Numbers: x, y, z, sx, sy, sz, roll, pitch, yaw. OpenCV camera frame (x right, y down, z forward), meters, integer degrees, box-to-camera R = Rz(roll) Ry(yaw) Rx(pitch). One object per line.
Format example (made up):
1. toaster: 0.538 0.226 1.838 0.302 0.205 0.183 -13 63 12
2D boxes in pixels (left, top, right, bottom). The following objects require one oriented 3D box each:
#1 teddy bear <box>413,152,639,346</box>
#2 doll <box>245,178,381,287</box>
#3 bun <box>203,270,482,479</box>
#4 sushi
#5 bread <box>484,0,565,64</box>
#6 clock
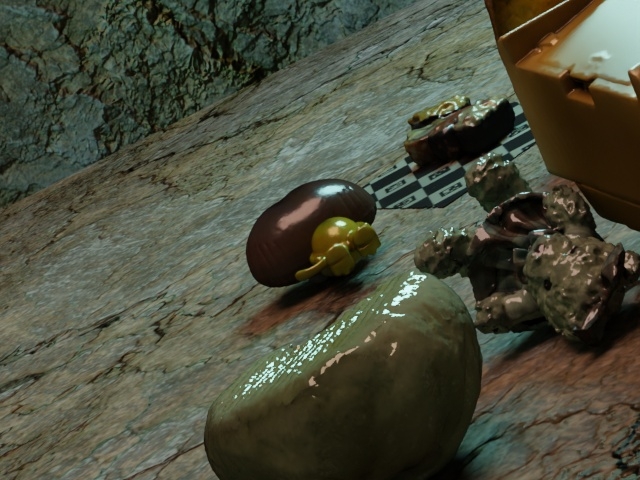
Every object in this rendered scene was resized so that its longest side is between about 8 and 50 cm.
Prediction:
1. teddy bear: 0.175 0.027 1.524 0.133 0.111 0.213 -53 40 -2
2. doll: -0.007 0.006 2.000 0.145 0.096 0.188 -32 22 10
3. bun: 0.026 0.118 1.389 0.204 0.126 0.212 -39 9 -37
4. sushi: 0.154 -0.121 2.230 0.264 0.050 0.290 -34 14 -23
5. bread: 0.285 -0.237 1.985 0.146 0.268 0.268 5 34 47
6. clock: 0.330 -0.147 1.498 0.317 0.200 0.244 -38 29 -12
